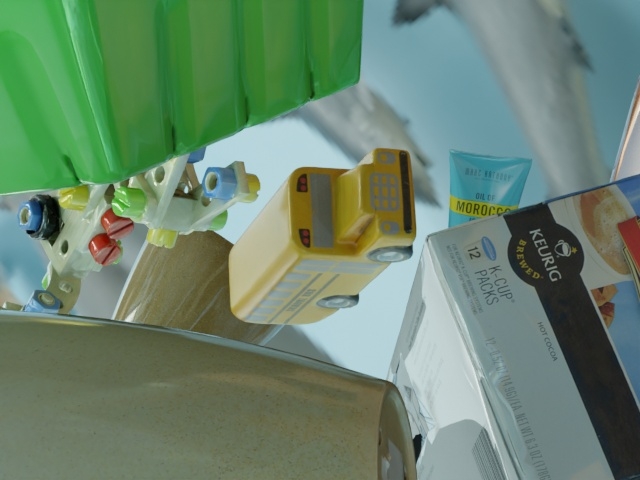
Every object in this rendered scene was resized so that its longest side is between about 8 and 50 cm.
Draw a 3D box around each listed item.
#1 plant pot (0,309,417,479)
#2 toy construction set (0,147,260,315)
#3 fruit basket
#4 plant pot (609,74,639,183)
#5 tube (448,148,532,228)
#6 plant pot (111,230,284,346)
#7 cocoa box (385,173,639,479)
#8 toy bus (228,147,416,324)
[{"bbox_3d":[-0.086,0.158,0.956,0.256,0.274,0.256,-5,-90,-78],"label":"plant pot"},{"bbox_3d":[-0.213,-0.011,1.592,0.151,0.328,0.215,23,-154,-50],"label":"toy construction set"},{"bbox_3d":[-0.164,-0.238,1.066,0.392,0.283,0.392,9,-101,-54],"label":"fruit basket"},{"bbox_3d":[0.486,-0.081,1.864,0.267,0.267,0.236,8,-167,-23],"label":"plant pot"},{"bbox_3d":[0.158,0.000,1.599,0.052,0.080,0.207,-84,-1,-56],"label":"tube"},{"bbox_3d":[-0.191,0.125,2.194,0.237,0.254,0.237,33,169,7],"label":"plant pot"},{"bbox_3d":[0.206,0.131,1.297,0.347,0.228,0.231,98,154,-64],"label":"cocoa box"},{"bbox_3d":[0.000,0.000,1.787,0.333,0.130,0.108,133,138,-64],"label":"toy bus"}]
